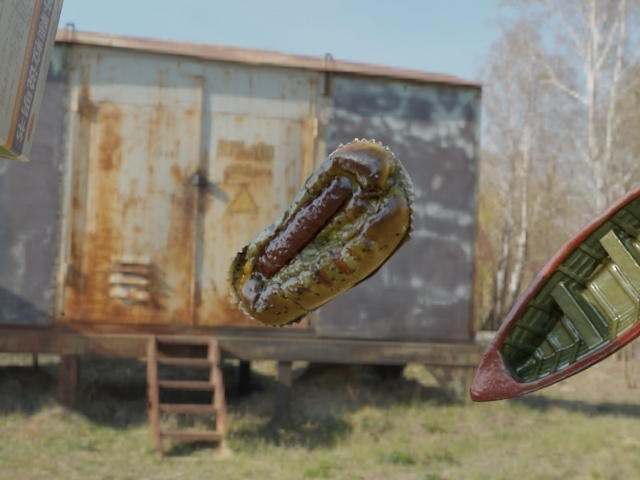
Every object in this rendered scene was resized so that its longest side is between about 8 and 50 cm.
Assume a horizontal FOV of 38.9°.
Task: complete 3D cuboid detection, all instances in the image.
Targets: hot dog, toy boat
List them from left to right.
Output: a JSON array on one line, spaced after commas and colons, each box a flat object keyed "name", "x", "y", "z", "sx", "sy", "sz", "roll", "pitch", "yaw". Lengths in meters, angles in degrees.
[{"name": "hot dog", "x": 0.000, "y": 0.000, "z": 0.981, "sx": 0.252, "sy": 0.131, "sz": 0.069, "roll": -42, "pitch": -17, "yaw": 22}, {"name": "toy boat", "x": 0.310, "y": 0.067, "z": 1.020, "sx": 0.079, "sy": 0.136, "sz": 0.392, "roll": 2, "pitch": -41, "yaw": -40}]

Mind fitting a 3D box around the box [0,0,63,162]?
[{"name": "box", "x": -0.304, "y": -0.194, "z": 0.749, "sx": 0.106, "sy": 0.200, "sz": 0.299, "roll": 11, "pitch": -6, "yaw": -5}]
